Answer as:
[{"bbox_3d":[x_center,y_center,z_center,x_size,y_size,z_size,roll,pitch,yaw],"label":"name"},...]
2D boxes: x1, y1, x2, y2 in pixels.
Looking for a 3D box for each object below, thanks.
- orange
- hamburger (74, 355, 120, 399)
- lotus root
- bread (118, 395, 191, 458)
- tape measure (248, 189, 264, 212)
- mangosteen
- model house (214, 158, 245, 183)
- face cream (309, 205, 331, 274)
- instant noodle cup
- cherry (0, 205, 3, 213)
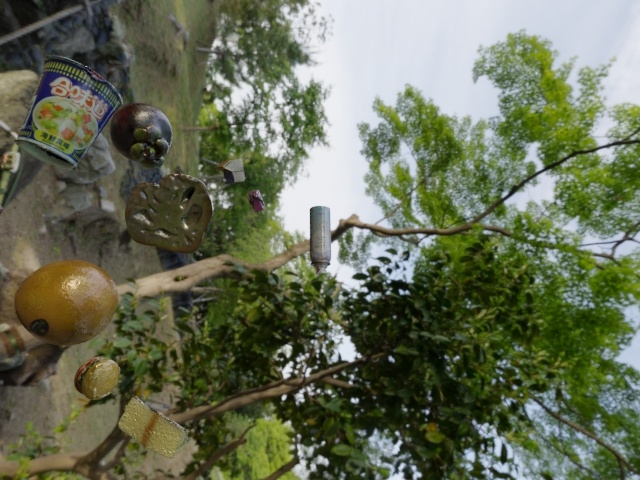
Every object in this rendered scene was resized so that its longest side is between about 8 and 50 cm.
[{"bbox_3d":[-0.785,0.190,1.281,0.274,0.274,0.274,168,-90,-72],"label":"orange"},{"bbox_3d":[-0.868,0.534,1.602,0.115,0.162,0.162,10,-64,29],"label":"hamburger"},{"bbox_3d":[-0.665,-0.112,1.843,0.375,0.390,0.111,61,-9,-19],"label":"lotus root"},{"bbox_3d":[-0.582,0.660,1.512,0.135,0.240,0.178,-62,172,0],"label":"bread"},{"bbox_3d":[-0.351,-0.214,2.237,0.125,0.074,0.118,-156,-132,-78],"label":"tape measure"},{"bbox_3d":[-0.864,-0.513,1.993,0.311,0.311,0.311,168,-90,-72],"label":"mangosteen"},{"bbox_3d":[-0.391,-0.292,1.764,0.087,0.100,0.101,6,-71,49],"label":"model house"},{"bbox_3d":[0.000,0.000,1.391,0.075,0.075,0.229,137,-47,-69],"label":"face cream"},{"bbox_3d":[-0.902,-0.432,1.457,0.284,0.284,0.312,147,-38,-71],"label":"instant noodle cup"},{"bbox_3d":[-1.200,-0.104,1.380,0.090,0.225,0.107,-132,-138,-70],"label":"cherry"}]
